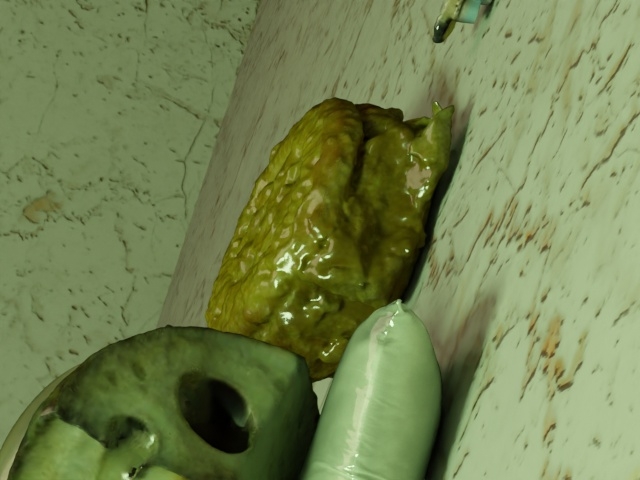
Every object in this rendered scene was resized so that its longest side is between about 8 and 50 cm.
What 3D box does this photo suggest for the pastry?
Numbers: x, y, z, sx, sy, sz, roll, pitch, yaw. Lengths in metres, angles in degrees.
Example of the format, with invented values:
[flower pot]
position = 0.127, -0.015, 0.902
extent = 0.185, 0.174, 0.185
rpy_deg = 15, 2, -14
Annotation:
[pastry]
position = 0.000, 0.000, 1.511
extent = 0.235, 0.132, 0.240
rpy_deg = 150, 138, -79

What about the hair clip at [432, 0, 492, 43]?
[hair clip]
position = 0.139, -0.255, 1.497
extent = 0.062, 0.056, 0.214
rpy_deg = -51, -25, -76

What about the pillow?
[pillow]
position = 0.019, 0.169, 1.168
extent = 0.144, 0.078, 0.254
rpy_deg = 96, -169, -76

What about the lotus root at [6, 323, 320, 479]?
[lotus root]
position = -0.094, 0.193, 1.247
extent = 0.142, 0.210, 0.314
rpy_deg = -70, -9, -51

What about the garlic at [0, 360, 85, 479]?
[garlic]
position = -0.183, 0.239, 1.698
extent = 0.231, 0.245, 0.340
rpy_deg = 107, -178, -83
